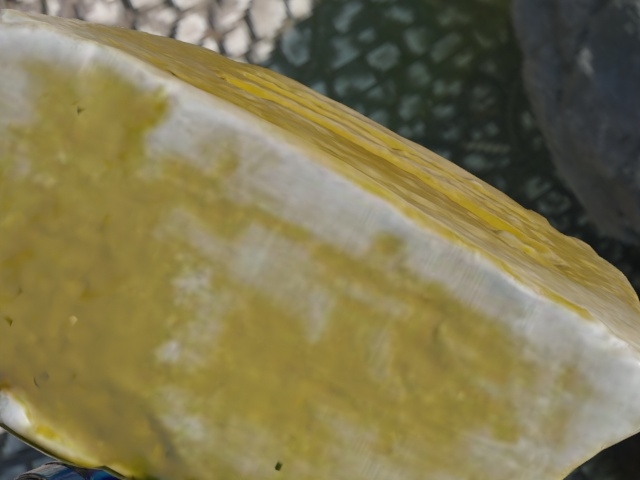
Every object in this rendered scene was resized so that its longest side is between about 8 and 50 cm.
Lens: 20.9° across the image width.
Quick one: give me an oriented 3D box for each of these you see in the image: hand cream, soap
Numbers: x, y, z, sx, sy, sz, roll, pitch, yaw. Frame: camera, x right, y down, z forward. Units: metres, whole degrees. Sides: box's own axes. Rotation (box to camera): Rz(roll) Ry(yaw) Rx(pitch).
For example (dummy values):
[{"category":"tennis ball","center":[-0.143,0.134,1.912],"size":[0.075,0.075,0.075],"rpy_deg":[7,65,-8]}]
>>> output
[{"category":"hand cream","center":[-0.249,0.277,2.069],"size":[0.270,0.120,0.061],"rpy_deg":[-11,107,-58]},{"category":"soap","center":[-0.010,0.024,0.751],"size":[0.293,0.335,0.156],"rpy_deg":[31,98,6]}]
